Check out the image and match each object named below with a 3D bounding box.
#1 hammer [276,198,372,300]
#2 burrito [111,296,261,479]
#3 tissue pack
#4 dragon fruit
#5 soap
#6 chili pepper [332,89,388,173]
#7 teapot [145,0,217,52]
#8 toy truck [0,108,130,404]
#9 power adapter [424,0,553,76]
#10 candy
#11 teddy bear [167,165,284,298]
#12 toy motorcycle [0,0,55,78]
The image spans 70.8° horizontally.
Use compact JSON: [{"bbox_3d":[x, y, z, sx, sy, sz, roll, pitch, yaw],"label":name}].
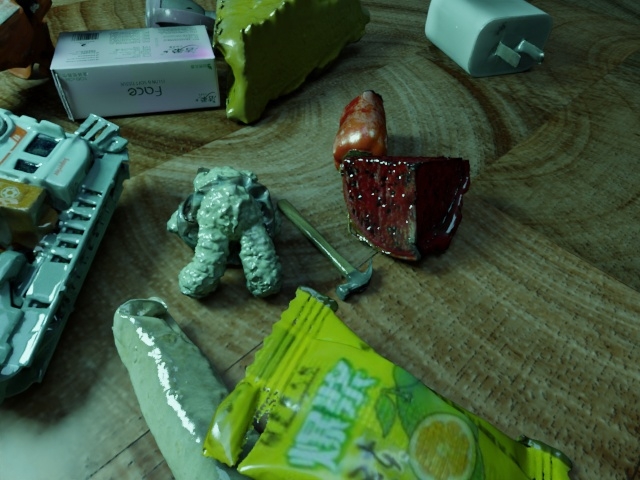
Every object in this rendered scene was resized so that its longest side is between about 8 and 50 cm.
[{"bbox_3d":[0.000,0.000,0.574,0.062,0.017,0.182,-24,52,-26],"label":"hammer"},{"bbox_3d":[-0.108,0.155,0.388,0.082,0.059,0.275,-20,52,-37],"label":"burrito"},{"bbox_3d":[-0.305,-0.288,0.765,0.246,0.093,0.149,-9,46,-14],"label":"tissue pack"},{"bbox_3d":[0.116,-0.055,0.598,0.161,0.121,0.127,-17,25,-42],"label":"dragon fruit"},{"bbox_3d":[-0.030,-0.368,0.820,0.304,0.169,0.339,-9,48,0],"label":"soap"},{"bbox_3d":[0.059,-0.136,0.663,0.084,0.086,0.192,-10,54,22],"label":"chili pepper"},{"bbox_3d":[-0.261,-0.425,0.874,0.145,0.148,0.116,1,76,-18],"label":"teapot"},{"bbox_3d":[-0.326,-0.009,0.477,0.184,0.133,0.339,13,49,-7],"label":"toy truck"},{"bbox_3d":[0.366,-0.435,0.953,0.186,0.124,0.255,-14,50,-16],"label":"power adapter"},{"bbox_3d":[0.068,0.168,0.364,0.297,0.081,0.187,29,42,9],"label":"candy"},{"bbox_3d":[-0.114,-0.037,0.533,0.133,0.111,0.213,-3,48,-13],"label":"teddy bear"},{"bbox_3d":[-0.523,-0.282,0.688,0.147,0.221,0.326,38,60,-24],"label":"toy motorcycle"}]
